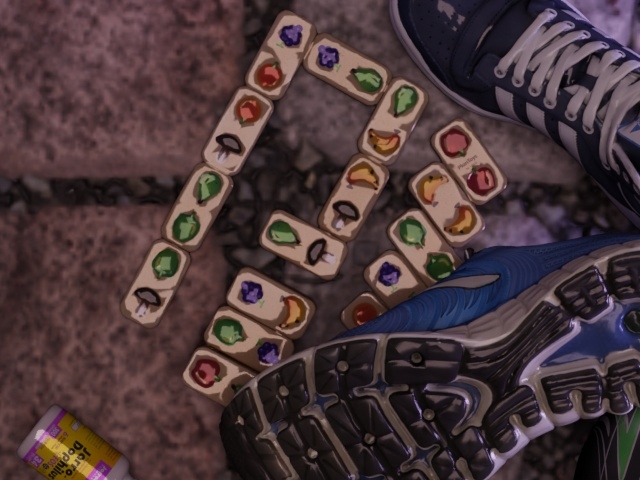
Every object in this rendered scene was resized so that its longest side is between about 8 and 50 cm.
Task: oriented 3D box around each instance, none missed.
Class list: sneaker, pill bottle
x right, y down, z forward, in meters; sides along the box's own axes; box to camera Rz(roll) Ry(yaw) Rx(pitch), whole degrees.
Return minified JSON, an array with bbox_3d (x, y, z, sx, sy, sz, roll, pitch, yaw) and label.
[{"bbox_3d":[0.096,0.083,1.274,0.330,0.147,0.130,-19,100,4],"label":"sneaker"},{"bbox_3d":[-0.156,0.149,1.309,0.083,0.043,0.043,38,89,-3],"label":"pill bottle"},{"bbox_3d":[0.170,-0.095,1.263,0.282,0.153,0.099,37,89,-3],"label":"sneaker"}]

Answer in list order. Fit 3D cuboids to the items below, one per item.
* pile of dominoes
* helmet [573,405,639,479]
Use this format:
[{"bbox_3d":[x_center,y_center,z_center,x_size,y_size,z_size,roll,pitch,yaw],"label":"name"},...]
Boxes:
[{"bbox_3d":[0.000,0.000,1.315,0.196,0.040,0.251,28,90,-3],"label":"pile of dominoes"},{"bbox_3d":[0.243,0.157,1.267,0.169,0.161,0.169,0,91,-2],"label":"helmet"}]
